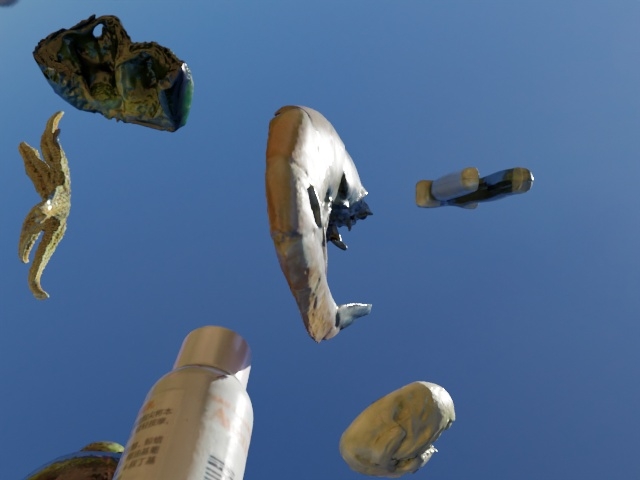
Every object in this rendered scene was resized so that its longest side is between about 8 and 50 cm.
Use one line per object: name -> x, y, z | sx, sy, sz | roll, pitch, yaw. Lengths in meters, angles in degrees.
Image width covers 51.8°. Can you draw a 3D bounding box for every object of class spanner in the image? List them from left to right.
spanner -> 0.186, -0.066, 0.905 | 0.095, 0.040, 0.325 | 2, 178, -7

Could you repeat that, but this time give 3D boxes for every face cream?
face cream -> -0.091, 0.158, 0.411 | 0.082, 0.082, 0.269 | -21, -150, 19

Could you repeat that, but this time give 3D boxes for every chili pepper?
chili pepper -> -0.326, -0.274, 1.080 | 0.264, 0.148, 0.116 | 14, -135, 7

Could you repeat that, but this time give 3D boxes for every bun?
bun -> 0.154, 0.370, 1.241 | 0.237, 0.210, 0.116 | -25, -129, -10

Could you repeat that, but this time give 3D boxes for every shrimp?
shrimp -> 0.008, -0.001, 0.565 | 0.075, 0.289, 0.178 | -2, -101, 5

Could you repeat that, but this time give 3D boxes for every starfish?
starfish -> -0.312, -0.032, 0.733 | 0.176, 0.053, 0.208 | -45, -134, 39

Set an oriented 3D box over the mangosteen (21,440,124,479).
mangosteen -> -0.322, 0.449, 0.961 | 0.330, 0.330, 0.330 | -21, -139, 19
